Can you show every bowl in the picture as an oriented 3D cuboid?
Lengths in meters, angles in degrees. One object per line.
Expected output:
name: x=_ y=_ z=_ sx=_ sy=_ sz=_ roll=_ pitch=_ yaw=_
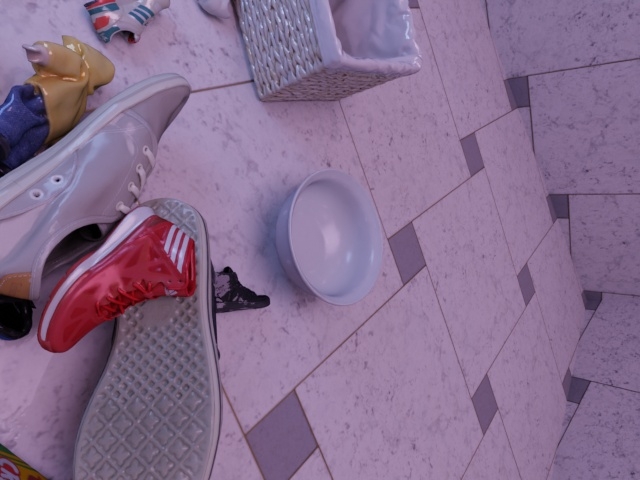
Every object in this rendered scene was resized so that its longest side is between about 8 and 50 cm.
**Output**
bowl: x=0.000 y=0.000 z=0.997 sx=0.297 sy=0.134 sz=0.298 roll=12 pitch=73 yaw=-44

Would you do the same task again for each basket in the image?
basket: x=0.014 y=-0.499 z=1.012 sx=0.328 sy=0.266 sz=0.332 roll=-19 pitch=96 yaw=-46

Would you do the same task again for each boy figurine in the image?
boy figurine: x=-0.384 y=-0.205 z=0.626 sx=0.092 sy=0.177 sz=0.285 roll=22 pitch=50 yaw=-11

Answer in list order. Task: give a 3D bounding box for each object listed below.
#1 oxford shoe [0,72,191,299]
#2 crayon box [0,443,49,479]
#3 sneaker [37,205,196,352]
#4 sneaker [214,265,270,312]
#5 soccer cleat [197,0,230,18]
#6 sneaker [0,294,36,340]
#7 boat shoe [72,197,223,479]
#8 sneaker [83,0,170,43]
oxford shoe: x=-0.311 y=-0.090 z=0.644 sx=0.130 sy=0.169 sz=0.449 roll=37 pitch=50 yaw=-12
crayon box: x=-0.348 y=0.361 z=0.515 sx=0.081 sy=0.202 sz=0.319 roll=-41 pitch=115 yaw=-19
sneaker: x=-0.247 y=0.066 z=0.585 sx=0.128 sy=0.087 sz=0.221 roll=27 pitch=70 yaw=8
sneaker: x=-0.169 y=0.090 z=0.864 sx=0.170 sy=0.051 sz=0.089 roll=-1 pitch=88 yaw=-43
soccer cleat: x=-0.210 y=-0.563 z=0.942 sx=0.076 sy=0.068 sz=0.197 roll=17 pitch=77 yaw=-48
sneaker: x=-0.425 y=0.062 z=0.580 sx=0.058 sy=0.084 sz=0.152 roll=-32 pitch=105 yaw=-44
boat shoe: x=-0.234 y=0.186 z=0.666 sx=0.186 sy=0.156 sz=0.501 roll=-1 pitch=68 yaw=-7
sneaker: x=-0.331 y=-0.393 z=0.796 sx=0.161 sy=0.057 sz=0.075 roll=-40 pitch=128 yaw=-44
